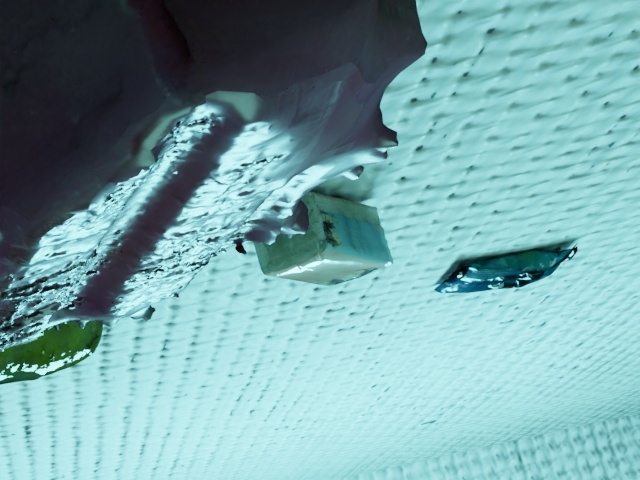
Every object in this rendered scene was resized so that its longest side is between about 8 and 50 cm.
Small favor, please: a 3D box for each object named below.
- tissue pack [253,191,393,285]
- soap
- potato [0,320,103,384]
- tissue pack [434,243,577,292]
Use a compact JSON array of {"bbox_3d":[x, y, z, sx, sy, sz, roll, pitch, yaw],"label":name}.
[{"bbox_3d":[0.000,0.000,1.058,0.074,0.059,0.094,-23,160,32],"label":"tissue pack"},{"bbox_3d":[-0.089,-0.054,0.661,0.220,0.127,0.325,-18,168,-30],"label":"soap"},{"bbox_3d":[-0.254,0.077,1.057,0.188,0.085,0.105,-4,163,-42],"label":"potato"},{"bbox_3d":[0.192,0.034,1.375,0.138,0.028,0.085,-6,161,-14],"label":"tissue pack"}]
